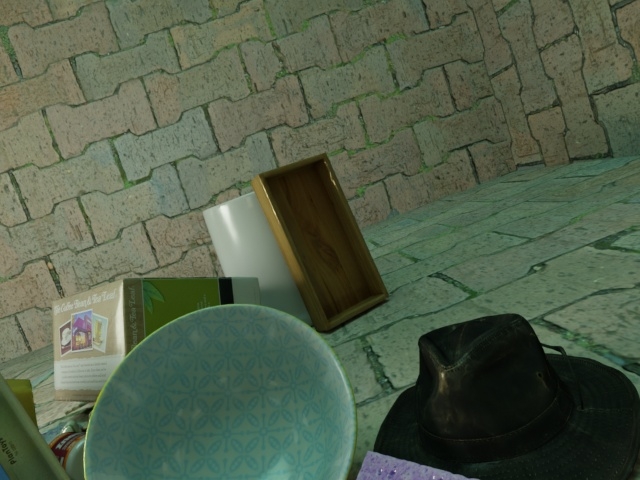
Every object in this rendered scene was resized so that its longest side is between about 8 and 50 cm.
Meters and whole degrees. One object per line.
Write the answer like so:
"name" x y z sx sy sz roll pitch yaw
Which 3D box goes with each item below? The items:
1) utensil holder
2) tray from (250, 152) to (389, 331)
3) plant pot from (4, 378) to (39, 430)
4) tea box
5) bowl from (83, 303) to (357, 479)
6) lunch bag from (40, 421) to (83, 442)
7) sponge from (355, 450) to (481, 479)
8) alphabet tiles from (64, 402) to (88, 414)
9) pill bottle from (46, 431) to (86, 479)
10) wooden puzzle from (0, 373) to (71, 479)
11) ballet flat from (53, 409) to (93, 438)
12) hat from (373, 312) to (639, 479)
"utensil holder" -0.134 0.045 1.342 0.328 0.385 0.327 -20 7 3
"tray" 0.000 0.000 1.176 0.203 0.411 0.076 -23 0 -28
"plant pot" -0.728 0.411 1.005 0.187 0.212 0.212 -8 -1 -34
"tea box" -0.347 0.207 0.991 0.329 0.220 0.323 -16 -14 40
"bowl" -0.105 0.237 0.555 0.289 0.289 0.156 -22 -35 -17
"lunch bag" -0.548 0.419 0.969 0.083 0.053 0.071 -19 12 -21
"sponge" 0.099 0.250 0.373 0.210 0.031 0.117 -11 33 46
"alphabet tiles" -0.520 0.362 1.218 0.284 0.021 0.278 -32 -3 41
"pill bottle" -0.427 0.379 0.799 0.152 0.086 0.086 -15 8 36
"wooden puzzle" -0.507 0.327 0.530 0.348 0.322 0.080 -29 -21 -45
"ballet flat" -0.457 0.380 0.916 0.241 0.077 0.091 -22 9 -16
"hat" 0.191 0.162 0.543 0.331 0.134 0.331 -19 7 2
